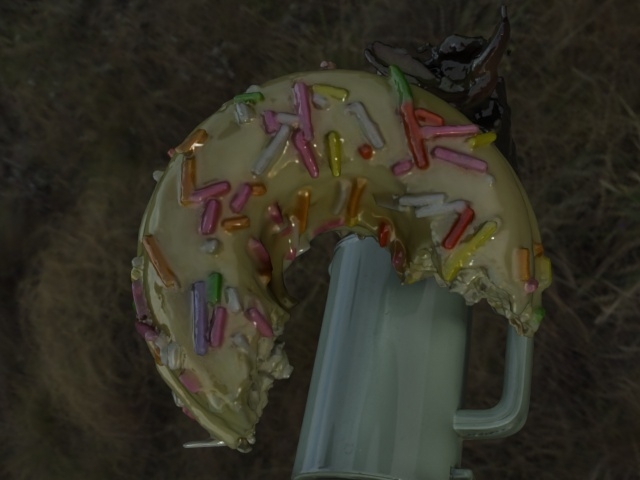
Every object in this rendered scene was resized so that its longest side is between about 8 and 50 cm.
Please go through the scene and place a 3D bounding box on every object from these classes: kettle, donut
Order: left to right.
[{"bbox_3d":[0.005,-0.009,0.974,0.370,0.150,0.307,-21,74,-4],"label":"donut"},{"bbox_3d":[0.107,0.161,1.371,0.265,0.205,0.318,-22,50,50],"label":"kettle"}]

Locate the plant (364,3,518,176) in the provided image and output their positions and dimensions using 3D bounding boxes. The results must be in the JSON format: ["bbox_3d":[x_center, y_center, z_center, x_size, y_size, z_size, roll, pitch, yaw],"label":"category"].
[{"bbox_3d":[0.127,-0.118,1.223,0.204,0.234,0.178,-6,48,18],"label":"plant"}]
